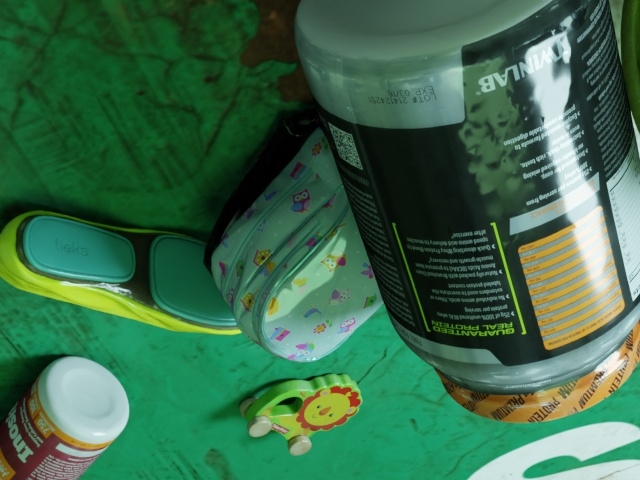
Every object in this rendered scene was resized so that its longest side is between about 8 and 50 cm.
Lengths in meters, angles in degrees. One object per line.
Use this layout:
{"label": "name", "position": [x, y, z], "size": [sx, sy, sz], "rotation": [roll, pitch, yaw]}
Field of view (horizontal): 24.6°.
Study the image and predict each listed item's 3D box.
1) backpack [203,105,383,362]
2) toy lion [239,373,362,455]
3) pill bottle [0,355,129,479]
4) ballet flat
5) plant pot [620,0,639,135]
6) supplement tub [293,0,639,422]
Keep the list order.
{"label": "backpack", "position": [0.000, 0.000, 1.112], "size": [0.182, 0.115, 0.152], "rotation": [-46, 131, 9]}
{"label": "toy lion", "position": [-0.012, 0.159, 1.400], "size": [0.096, 0.034, 0.100], "rotation": [-41, 137, 17]}
{"label": "pill bottle", "position": [-0.239, 0.176, 1.283], "size": [0.086, 0.086, 0.152], "rotation": [15, 132, -35]}
{"label": "ballet flat", "position": [-0.153, 0.029, 1.155], "size": [0.231, 0.077, 0.077], "rotation": [16, 153, -34]}
{"label": "plant pot", "position": [0.446, -0.108, 1.015], "size": [0.366, 0.366, 0.353], "rotation": [-34, 151, 21]}
{"label": "supplement tub", "position": [0.114, -0.042, 0.967], "size": [0.194, 0.193, 0.316], "rotation": [-18, 125, 1]}
